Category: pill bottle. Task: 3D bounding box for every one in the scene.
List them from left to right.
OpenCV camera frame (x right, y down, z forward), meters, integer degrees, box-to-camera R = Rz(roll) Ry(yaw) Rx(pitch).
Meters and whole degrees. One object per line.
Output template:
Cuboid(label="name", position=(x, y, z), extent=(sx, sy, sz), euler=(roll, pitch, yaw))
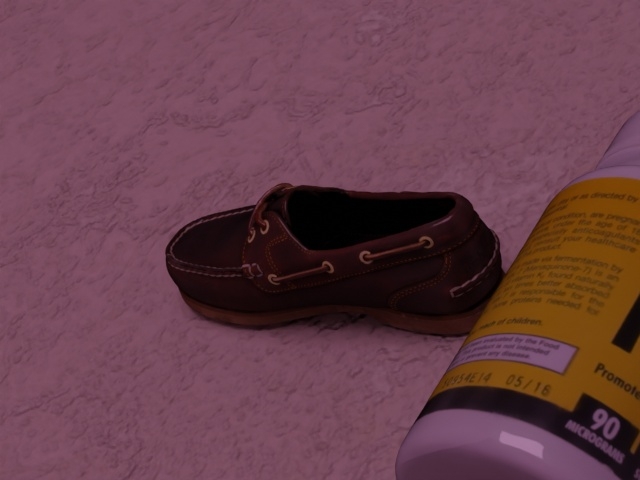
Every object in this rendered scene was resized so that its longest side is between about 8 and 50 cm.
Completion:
Cuboid(label="pill bottle", position=(0.129, 0.044, 0.750), extent=(0.119, 0.119, 0.208), euler=(7, 50, 37))

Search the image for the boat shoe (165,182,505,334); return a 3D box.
Cuboid(label="boat shoe", position=(0.000, 0.000, 0.922), extent=(0.207, 0.073, 0.073), euler=(0, 46, 33))
